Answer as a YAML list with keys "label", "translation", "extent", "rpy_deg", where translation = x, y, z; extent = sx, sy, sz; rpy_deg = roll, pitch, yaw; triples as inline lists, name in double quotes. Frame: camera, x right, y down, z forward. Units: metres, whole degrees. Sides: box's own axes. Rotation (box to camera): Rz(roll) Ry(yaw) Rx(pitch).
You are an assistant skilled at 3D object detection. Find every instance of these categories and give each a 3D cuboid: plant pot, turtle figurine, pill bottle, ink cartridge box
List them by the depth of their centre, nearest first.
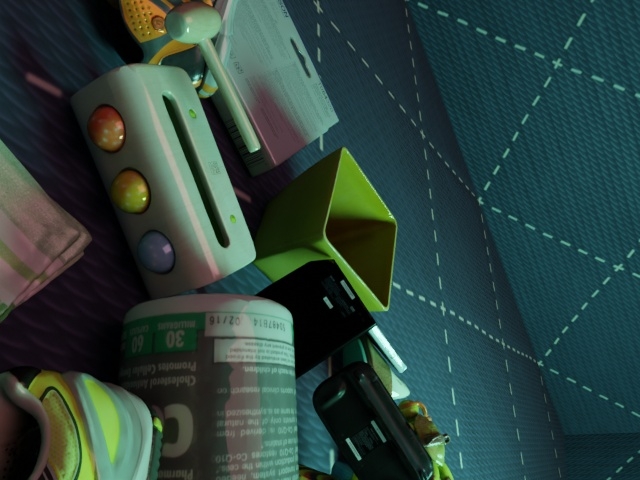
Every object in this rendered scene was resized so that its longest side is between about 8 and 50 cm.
- label: "pill bottle"
  translation: [-0.124, 0.255, 0.542]
  extent: [0.204, 0.204, 0.361]
  rpy_deg: [24, 55, -52]
- label: "turtle figurine"
  translation: [0.184, 0.358, 0.827]
  extent: [0.269, 0.087, 0.217]
  rpy_deg: [38, 24, -52]
- label: "plant pot"
  translation: [0.000, 0.000, 0.878]
  extent: [0.212, 0.187, 0.212]
  rpy_deg: [50, 38, -36]
- label: "ink cartridge box"
  translation: [-0.111, -0.329, 0.966]
  extent: [0.324, 0.071, 0.330]
  rpy_deg: [63, 31, -15]

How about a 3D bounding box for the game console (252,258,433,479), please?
- label: "game console"
  translation: [0.019, 0.219, 0.715]
  extent: [0.361, 0.213, 0.044]
  rpy_deg: [57, 1, 4]

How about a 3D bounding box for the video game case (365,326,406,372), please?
- label: "video game case"
  translation: [0.082, 0.160, 0.984]
  extent: [0.173, 0.022, 0.190]
  rpy_deg: [54, -6, -30]

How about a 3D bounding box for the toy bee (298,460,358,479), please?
- label: "toy bee"
  translation: [0.070, 0.407, 0.753]
  extent: [0.298, 0.162, 0.195]
  rpy_deg: [7, 87, -32]

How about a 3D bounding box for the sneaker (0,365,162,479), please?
- label: "sneaker"
  translation: [-0.215, 0.265, 0.319]
  extent: [0.147, 0.145, 0.385]
  rpy_deg: [50, 19, -42]

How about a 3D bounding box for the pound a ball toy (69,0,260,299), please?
- label: "pound a ball toy"
  translation: [-0.183, -0.102, 0.608]
  extent: [0.135, 0.208, 0.319]
  rpy_deg: [-32, 104, -59]

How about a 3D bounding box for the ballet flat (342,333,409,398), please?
- label: "ballet flat"
  translation: [0.120, 0.347, 0.961]
  extent: [0.124, 0.116, 0.343]
  rpy_deg: [2, 72, -24]

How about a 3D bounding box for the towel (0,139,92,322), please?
- label: "towel"
  translation: [-0.376, 0.009, 0.410]
  extent: [0.248, 0.038, 0.325]
  rpy_deg: [57, 35, -25]

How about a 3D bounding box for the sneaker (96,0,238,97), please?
- label: "sneaker"
  translation: [-0.210, -0.384, 0.703]
  extent: [0.180, 0.124, 0.321]
  rpy_deg: [11, 82, -36]
